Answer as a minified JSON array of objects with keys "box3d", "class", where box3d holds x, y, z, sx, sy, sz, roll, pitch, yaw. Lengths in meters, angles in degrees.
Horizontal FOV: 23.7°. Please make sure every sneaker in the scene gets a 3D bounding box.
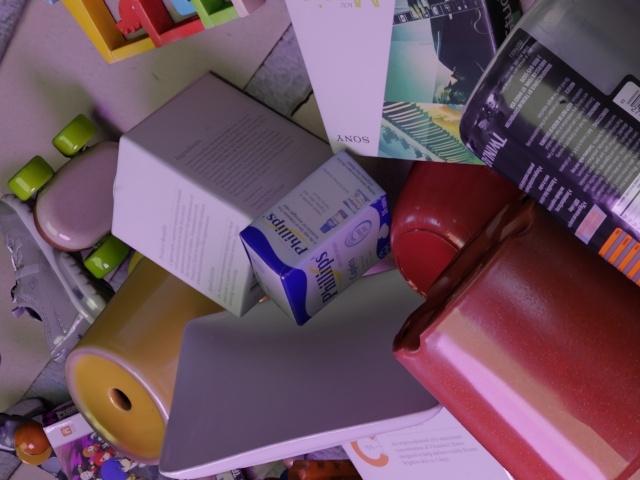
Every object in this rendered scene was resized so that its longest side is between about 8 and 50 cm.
[{"box3d":[-0.356,0.040,1.903,0.105,0.115,0.281,43,-178,-45],"class":"sneaker"},{"box3d":[-0.394,0.320,2.249,0.268,0.101,0.153,-9,113,44],"class":"sneaker"}]

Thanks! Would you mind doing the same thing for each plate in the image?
[{"box3d":[-0.012,0.133,1.511,0.278,0.277,0.045,-15,116,9],"class":"plate"}]

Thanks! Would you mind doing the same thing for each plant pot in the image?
[{"box3d":[-0.155,0.120,1.748,0.254,0.239,0.254,25,136,27],"class":"plant pot"},{"box3d":[0.223,0.107,1.328,0.265,0.272,0.272,40,142,-3],"class":"plant pot"}]

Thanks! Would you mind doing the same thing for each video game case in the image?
[{"box3d":[-0.223,0.286,1.995,0.042,0.210,0.232,-125,14,-65],"class":"video game case"}]

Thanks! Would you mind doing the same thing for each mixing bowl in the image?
[{"box3d":[0.136,0.001,1.488,0.181,0.098,0.181,24,135,26],"class":"mixing bowl"}]

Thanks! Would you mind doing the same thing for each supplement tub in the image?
[{"box3d":[0.295,-0.060,1.198,0.338,0.207,0.207,39,141,9],"class":"supplement tub"}]

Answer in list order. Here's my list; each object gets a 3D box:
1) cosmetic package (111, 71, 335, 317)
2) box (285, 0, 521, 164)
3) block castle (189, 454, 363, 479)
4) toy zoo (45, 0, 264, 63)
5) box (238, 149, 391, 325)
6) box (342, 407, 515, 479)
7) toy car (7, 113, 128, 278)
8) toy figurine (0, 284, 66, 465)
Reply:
[{"box3d":[-0.104,-0.050,1.624,0.183,0.151,0.151,33,139,17],"class":"cosmetic package"},{"box3d":[0.069,-0.221,1.393,0.232,0.058,0.322,7,127,40],"class":"box"},{"box3d":[-0.080,0.339,1.719,0.303,0.453,0.213,2,86,41],"class":"block castle"},{"box3d":[-0.204,-0.294,1.608,0.293,0.030,0.192,-10,115,47],"class":"toy zoo"},{"box3d":[0.000,0.000,1.525,0.072,0.137,0.126,46,168,24],"class":"box"},{"box3d":[0.195,0.253,1.590,0.215,0.168,0.345,-15,112,49],"class":"box"},{"box3d":[-0.297,-0.040,1.837,0.155,0.149,0.188,47,154,-10],"class":"toy car"},{"box3d":[-0.376,0.165,2.012,0.148,0.213,0.210,6,127,59],"class":"toy figurine"}]
